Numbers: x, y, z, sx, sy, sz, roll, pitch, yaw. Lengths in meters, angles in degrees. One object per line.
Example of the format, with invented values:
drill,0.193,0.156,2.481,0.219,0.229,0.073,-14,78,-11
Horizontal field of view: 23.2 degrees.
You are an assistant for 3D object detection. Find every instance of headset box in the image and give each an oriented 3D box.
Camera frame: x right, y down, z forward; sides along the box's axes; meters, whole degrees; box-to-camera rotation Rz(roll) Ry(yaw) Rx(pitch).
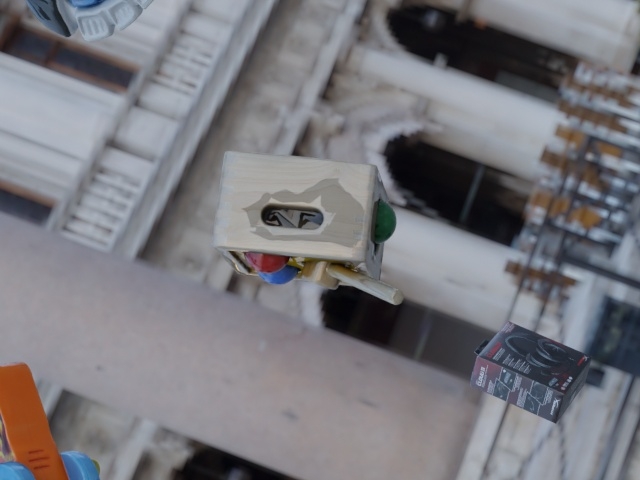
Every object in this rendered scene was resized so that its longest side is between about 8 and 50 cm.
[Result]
headset box,0.162,0.101,1.221,0.062,0.083,0.032,-39,-32,-50

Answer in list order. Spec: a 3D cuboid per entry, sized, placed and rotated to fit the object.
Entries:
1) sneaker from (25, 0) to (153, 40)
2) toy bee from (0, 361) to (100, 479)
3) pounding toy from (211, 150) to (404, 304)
sneaker,-0.063,-0.169,0.755,0.071,0.191,0.083,50,-143,-35
toy bee,-0.297,0.277,1.519,0.162,0.195,0.298,-47,41,33
pounding toy,0.000,0.000,1.125,0.130,0.141,0.100,58,-141,-76
